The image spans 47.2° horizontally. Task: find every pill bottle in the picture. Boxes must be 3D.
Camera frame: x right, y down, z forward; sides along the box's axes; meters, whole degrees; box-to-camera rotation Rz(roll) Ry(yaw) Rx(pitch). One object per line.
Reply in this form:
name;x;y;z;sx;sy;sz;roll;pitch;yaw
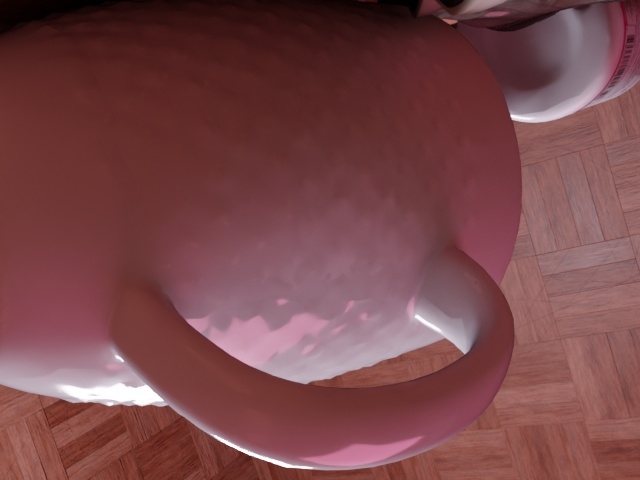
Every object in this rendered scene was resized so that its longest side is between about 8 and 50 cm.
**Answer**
pill bottle;0.274;-0.223;0.796;0.160;0.160;0.283;-14;-174;37

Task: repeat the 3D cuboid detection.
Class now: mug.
mug;-0.047;-0.005;0.468;0.328;0.276;0.374;-9;-144;-38

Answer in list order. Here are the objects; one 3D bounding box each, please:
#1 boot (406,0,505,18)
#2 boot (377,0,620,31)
boot;0.132;-0.183;0.380;0.176;0.088;0.244;-17;-167;6
boot;0.172;-0.216;0.556;0.161;0.083;0.246;-14;180;-42
